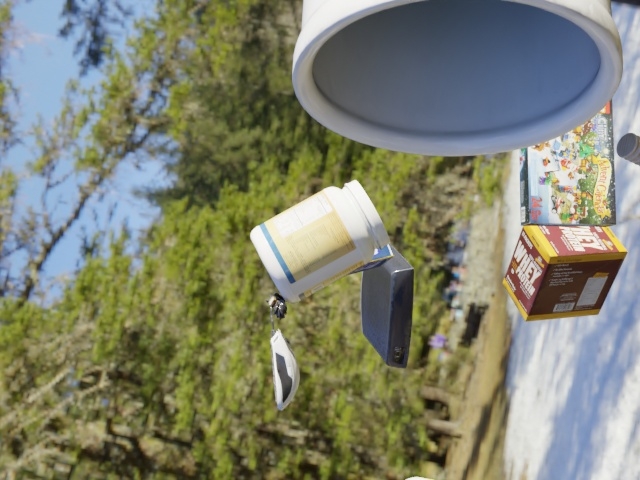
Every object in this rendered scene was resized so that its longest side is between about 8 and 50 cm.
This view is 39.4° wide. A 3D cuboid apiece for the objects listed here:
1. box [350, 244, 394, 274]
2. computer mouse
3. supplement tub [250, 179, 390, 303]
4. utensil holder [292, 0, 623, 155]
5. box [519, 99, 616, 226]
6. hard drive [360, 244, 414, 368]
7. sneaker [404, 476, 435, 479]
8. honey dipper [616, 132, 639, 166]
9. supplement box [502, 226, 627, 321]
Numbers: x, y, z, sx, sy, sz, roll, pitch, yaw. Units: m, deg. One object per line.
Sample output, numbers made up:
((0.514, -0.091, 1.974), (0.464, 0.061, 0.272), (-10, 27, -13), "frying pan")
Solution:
((0.046, 0.033, 1.643), (0.054, 0.169, 0.059), (68, 154, 14), "box")
((-0.060, 0.183, 1.479), (0.106, 0.042, 0.193), (170, 94, -82), "computer mouse")
((0.000, 0.000, 1.483), (0.144, 0.200, 0.144), (61, 178, 4), "supplement tub")
((0.144, -0.331, 0.970), (0.327, 0.327, 0.385), (93, 180, -69), "utensil holder")
((0.428, -0.141, 1.554), (0.044, 0.159, 0.233), (147, 122, -80), "box")
((0.141, 0.136, 1.932), (0.172, 0.054, 0.254), (-129, 34, -54), "hard drive")
((0.255, 0.368, 1.075), (0.145, 0.385, 0.147), (-48, 18, 46), "sneaker")
((0.405, -0.081, 1.018), (0.030, 0.161, 0.030), (-45, 34, 43), "honey dipper")
((0.537, 0.060, 1.983), (0.129, 0.191, 0.194), (-112, 24, -46), "supplement box")
